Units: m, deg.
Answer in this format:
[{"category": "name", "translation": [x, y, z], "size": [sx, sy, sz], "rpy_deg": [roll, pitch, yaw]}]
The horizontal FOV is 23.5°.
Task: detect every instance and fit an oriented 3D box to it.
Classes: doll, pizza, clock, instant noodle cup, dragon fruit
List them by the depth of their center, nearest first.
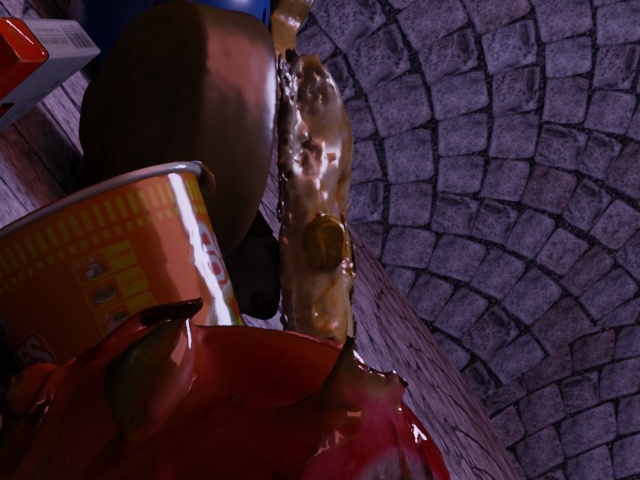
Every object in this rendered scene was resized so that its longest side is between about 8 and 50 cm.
[{"category": "dragon fruit", "translation": [-0.056, 0.132, 0.701], "size": [0.224, 0.227, 0.224], "rpy_deg": [19, 65, -50]}, {"category": "instant noodle cup", "translation": [-0.109, 0.069, 0.936], "size": [0.185, 0.168, 0.168], "rpy_deg": [65, 7, 6]}, {"category": "pizza", "translation": [0.001, 0.025, 1.524], "size": [0.392, 0.080, 0.435], "rpy_deg": [-88, 176, -82]}, {"category": "clock", "translation": [-0.106, -0.009, 1.554], "size": [0.231, 0.103, 0.144], "rpy_deg": [55, -2, -21]}, {"category": "doll", "translation": [-0.178, -0.290, 1.827], "size": [0.240, 0.284, 0.310], "rpy_deg": [13, 18, -4]}]

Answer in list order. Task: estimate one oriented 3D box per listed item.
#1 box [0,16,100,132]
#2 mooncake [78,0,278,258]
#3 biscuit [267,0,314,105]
[{"category": "box", "translation": [-0.214, -0.083, 0.933], "size": [0.035, 0.139, 0.245], "rpy_deg": [52, 5, -6]}, {"category": "mooncake", "translation": [-0.127, -0.101, 1.339], "size": [0.117, 0.235, 0.235], "rpy_deg": [10, 33, -28]}, {"category": "biscuit", "translation": [-0.097, -0.231, 1.970], "size": [0.057, 0.287, 0.344], "rpy_deg": [30, 14, -24]}]
